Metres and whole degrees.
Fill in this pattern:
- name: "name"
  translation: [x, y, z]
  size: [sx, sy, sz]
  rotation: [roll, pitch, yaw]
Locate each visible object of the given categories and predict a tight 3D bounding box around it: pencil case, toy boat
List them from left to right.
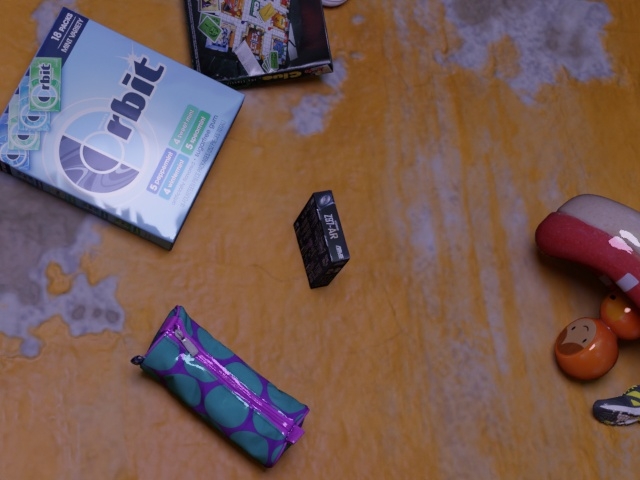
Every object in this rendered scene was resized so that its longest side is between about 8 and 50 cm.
- name: "pencil case"
  translation: [-0.083, 0.125, 0.959]
  size: [0.151, 0.070, 0.064]
  rotation: [38, 65, -1]
- name: "toy boat"
  translation: [0.284, 0.070, 1.062]
  size: [0.151, 0.151, 0.231]
  rotation: [-42, 85, 5]

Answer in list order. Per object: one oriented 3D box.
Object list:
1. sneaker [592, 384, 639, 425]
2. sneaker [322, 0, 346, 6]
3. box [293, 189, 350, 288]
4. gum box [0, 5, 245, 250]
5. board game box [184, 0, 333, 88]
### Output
- name: "sneaker"
  translation: [0.297, 0.156, 1.080]
  size: [0.083, 0.031, 0.035]
  rotation: [6, 55, -18]
- name: "sneaker"
  translation: [0.029, -0.355, 1.139]
  size: [0.079, 0.121, 0.217]
  rotation: [15, 67, -9]
- name: "box"
  translation: [0.000, 0.000, 1.021]
  size: [0.018, 0.083, 0.067]
  rotation: [-10, 73, -18]
- name: "gum box"
  translation: [-0.184, -0.102, 1.019]
  size: [0.184, 0.041, 0.157]
  rotation: [26, 75, -4]
- name: "board game box"
  translation: [-0.073, -0.275, 1.113]
  size: [0.136, 0.030, 0.260]
  rotation: [-9, 73, 2]
